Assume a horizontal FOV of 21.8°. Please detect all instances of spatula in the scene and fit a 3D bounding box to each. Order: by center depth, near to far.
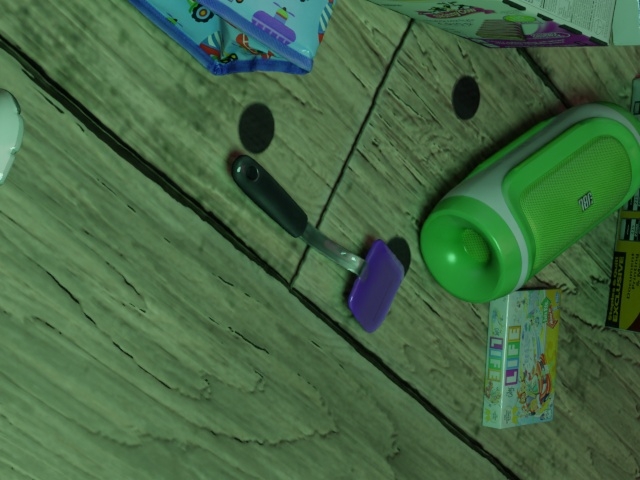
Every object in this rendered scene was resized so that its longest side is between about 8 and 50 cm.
[{"bbox_3d":[0.000,0.000,1.603,0.296,0.030,0.084,40,68,-43],"label":"spatula"}]

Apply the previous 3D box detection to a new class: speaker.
[{"bbox_3d":[0.237,-0.047,1.789,0.296,0.131,0.131,-34,119,-40],"label":"speaker"}]

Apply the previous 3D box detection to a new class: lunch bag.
[{"bbox_3d":[-0.108,-0.302,1.381,0.293,0.138,0.221,32,72,-39],"label":"lunch bag"}]

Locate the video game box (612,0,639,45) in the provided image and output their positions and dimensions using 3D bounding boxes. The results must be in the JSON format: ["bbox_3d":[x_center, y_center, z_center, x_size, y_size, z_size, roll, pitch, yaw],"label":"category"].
[{"bbox_3d":[0.411,-0.351,2.001,0.187,0.048,0.205,-25,113,-46],"label":"video game box"}]

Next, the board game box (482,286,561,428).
[{"bbox_3d":[0.228,0.131,1.874,0.103,0.026,0.154,-2,96,-47],"label":"board game box"}]

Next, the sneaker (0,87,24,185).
[{"bbox_3d":[-0.329,0.002,1.208,0.129,0.111,0.297,29,69,-29],"label":"sneaker"}]

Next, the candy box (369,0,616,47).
[{"bbox_3d":[0.168,-0.251,1.661,0.233,0.159,0.071,13,84,-47],"label":"candy box"}]

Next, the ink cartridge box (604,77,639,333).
[{"bbox_3d":[0.440,-0.036,1.976,0.130,0.272,0.309,7,89,-17],"label":"ink cartridge box"}]
